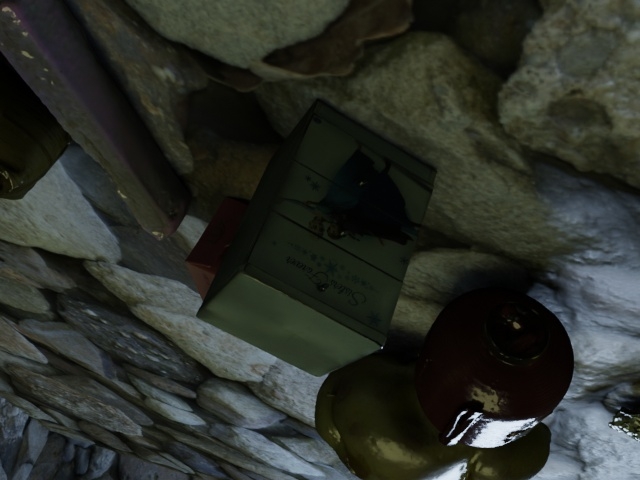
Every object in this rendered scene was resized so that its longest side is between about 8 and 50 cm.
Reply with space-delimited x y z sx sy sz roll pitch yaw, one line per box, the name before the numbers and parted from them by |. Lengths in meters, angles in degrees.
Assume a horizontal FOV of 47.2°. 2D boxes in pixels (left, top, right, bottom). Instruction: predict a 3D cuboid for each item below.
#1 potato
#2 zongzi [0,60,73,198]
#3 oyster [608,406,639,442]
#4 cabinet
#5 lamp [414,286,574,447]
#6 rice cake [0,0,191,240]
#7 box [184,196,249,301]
potato | 0.163 0.276 1.092 0.350 0.203 0.218 9 161 7
zongzi | -0.451 -0.150 0.865 0.274 0.145 0.300 39 158 -19
oyster | 0.492 0.280 1.023 0.177 0.064 0.125 21 155 5
cabinet | 0.000 0.000 0.726 0.145 0.206 0.150 29 150 -12
lamp | 0.203 0.159 0.889 0.180 0.180 0.258 18 152 7
rice cake | -0.242 -0.134 0.807 0.064 0.070 0.399 4 147 21
box | -0.112 0.030 0.952 0.060 0.111 0.156 22 151 16
